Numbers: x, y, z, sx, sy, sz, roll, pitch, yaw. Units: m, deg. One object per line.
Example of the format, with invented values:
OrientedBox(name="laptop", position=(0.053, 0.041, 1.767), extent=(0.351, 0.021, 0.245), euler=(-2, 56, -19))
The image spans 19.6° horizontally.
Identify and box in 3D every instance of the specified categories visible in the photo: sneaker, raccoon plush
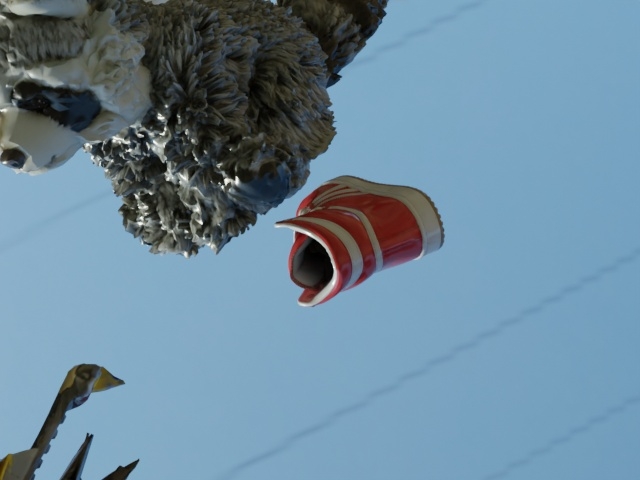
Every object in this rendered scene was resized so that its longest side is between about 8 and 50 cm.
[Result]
OrientedBox(name="sneaker", position=(0.000, 0.000, 0.849), extent=(0.067, 0.042, 0.118), euler=(-23, -170, -24))
OrientedBox(name="raccoon plush", position=(-0.138, -0.197, 1.621), extent=(0.216, 0.299, 0.446), euler=(-24, -151, 36))

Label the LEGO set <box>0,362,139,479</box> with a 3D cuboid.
OrientedBox(name="LEGO set", position=(-0.199, 0.183, 0.634), extent=(0.331, 0.192, 0.255), euler=(-44, -165, 39))
